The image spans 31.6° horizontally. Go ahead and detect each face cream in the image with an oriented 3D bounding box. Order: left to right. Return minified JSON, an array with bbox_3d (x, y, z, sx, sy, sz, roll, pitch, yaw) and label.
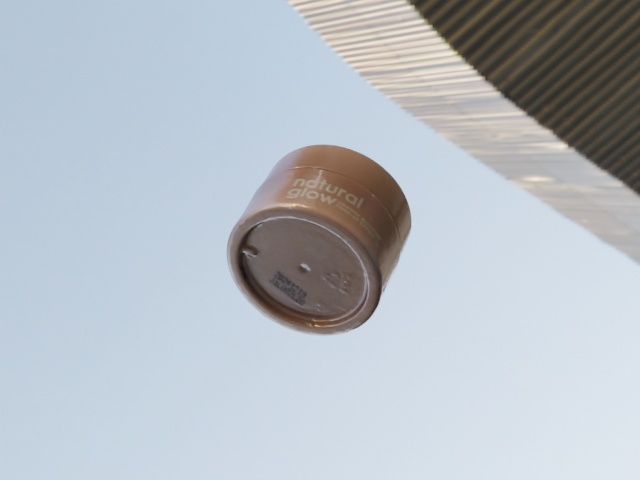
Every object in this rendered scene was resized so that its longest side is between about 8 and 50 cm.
[{"bbox_3d":[0.000,0.000,1.038,0.149,0.149,0.104,56,-144,-22],"label":"face cream"}]
